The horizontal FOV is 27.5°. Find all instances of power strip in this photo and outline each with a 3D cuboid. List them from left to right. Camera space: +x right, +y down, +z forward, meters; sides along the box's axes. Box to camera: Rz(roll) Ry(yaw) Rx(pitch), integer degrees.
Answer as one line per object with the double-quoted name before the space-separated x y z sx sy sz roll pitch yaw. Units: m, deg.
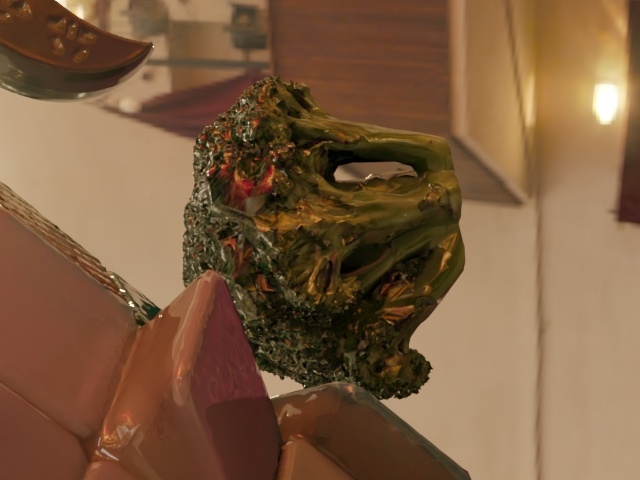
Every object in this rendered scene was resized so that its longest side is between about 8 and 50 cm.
"power strip" -0.267 -0.221 1.111 0.253 0.054 0.167 50 -137 0

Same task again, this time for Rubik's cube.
"Rubik's cube" -0.148 0.155 0.626 0.387 0.358 0.368 57 -153 11

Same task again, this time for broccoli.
"broccoli" 0.000 0.000 1.134 0.265 0.245 0.294 -108 7 -78
